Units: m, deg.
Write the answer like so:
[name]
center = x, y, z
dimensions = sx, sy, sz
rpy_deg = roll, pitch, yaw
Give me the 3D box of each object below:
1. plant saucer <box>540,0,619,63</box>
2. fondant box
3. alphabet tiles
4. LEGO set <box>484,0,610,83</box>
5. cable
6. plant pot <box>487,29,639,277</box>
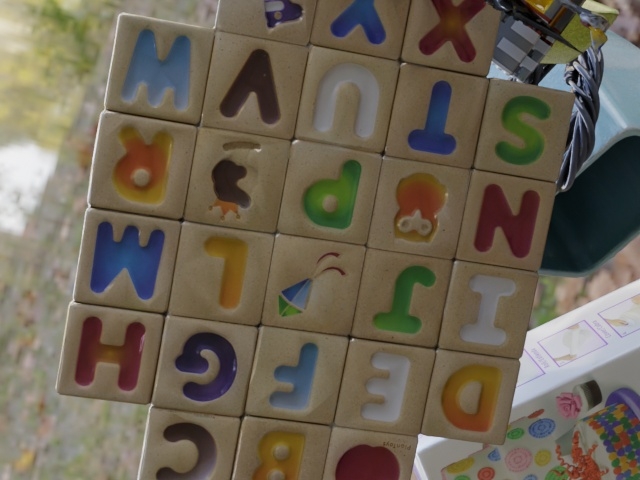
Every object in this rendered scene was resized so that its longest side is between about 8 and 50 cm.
[plant saucer]
center = 0.117, -0.173, 1.195
dimensions = 0.188, 0.188, 0.045
rpy_deg = -115, 26, -73
[fondant box]
center = 0.246, 0.164, 1.171
dimensions = 0.096, 0.330, 0.238
rpy_deg = -125, 11, -64
[alphabet tiles]
center = 0.000, 0.000, 0.917
dimensions = 0.011, 0.285, 0.342
rpy_deg = -142, 61, -74
[LEGO set]
center = 0.075, -0.213, 0.934
dimensions = 0.192, 0.255, 0.331
rpy_deg = -54, -1, 10
[cable]
center = 0.218, -0.129, 1.446
dimensions = 0.150, 0.047, 0.184
rpy_deg = 137, 146, -60
[plant pot]
center = 0.261, -0.133, 1.715
dimensions = 0.247, 0.248, 0.252
rpy_deg = -43, 60, 31
